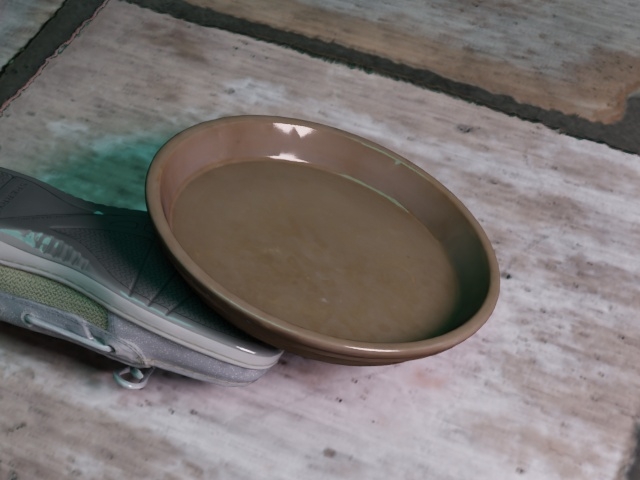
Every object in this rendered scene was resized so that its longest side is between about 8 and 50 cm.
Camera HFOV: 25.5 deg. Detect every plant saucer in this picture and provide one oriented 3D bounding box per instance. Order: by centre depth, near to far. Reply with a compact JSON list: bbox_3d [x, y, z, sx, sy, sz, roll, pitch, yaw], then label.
[{"bbox_3d":[0.000,0.000,1.065,0.278,0.041,0.278,15,34,-11],"label":"plant saucer"}]

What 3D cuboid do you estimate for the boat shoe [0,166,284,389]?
[{"bbox_3d":[-0.175,0.037,1.057,0.320,0.103,0.118,19,31,9],"label":"boat shoe"}]
